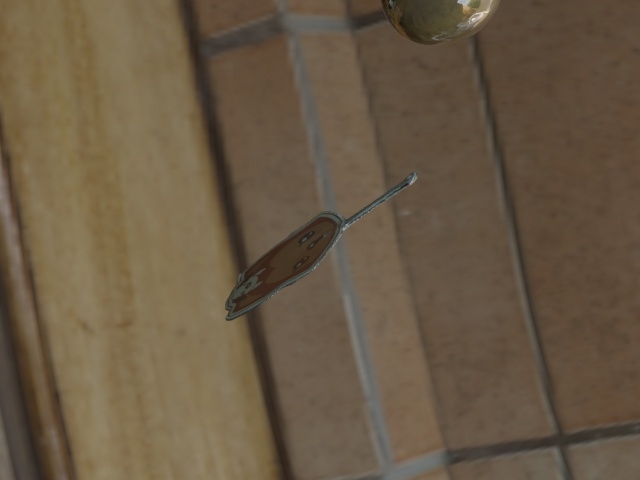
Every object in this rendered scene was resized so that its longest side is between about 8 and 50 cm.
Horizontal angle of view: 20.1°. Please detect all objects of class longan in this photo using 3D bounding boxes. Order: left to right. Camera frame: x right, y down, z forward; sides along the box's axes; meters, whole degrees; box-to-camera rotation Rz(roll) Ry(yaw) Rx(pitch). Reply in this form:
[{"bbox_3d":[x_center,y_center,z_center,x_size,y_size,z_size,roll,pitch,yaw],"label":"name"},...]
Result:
[{"bbox_3d":[0.101,-0.221,1.559,0.113,0.092,0.113,3,101,17],"label":"longan"}]

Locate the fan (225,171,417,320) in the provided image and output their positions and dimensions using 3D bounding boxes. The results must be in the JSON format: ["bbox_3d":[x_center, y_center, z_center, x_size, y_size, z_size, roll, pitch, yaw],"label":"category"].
[{"bbox_3d":[0.000,0.000,1.652,0.220,0.132,0.009,-34,108,16],"label":"fan"}]
